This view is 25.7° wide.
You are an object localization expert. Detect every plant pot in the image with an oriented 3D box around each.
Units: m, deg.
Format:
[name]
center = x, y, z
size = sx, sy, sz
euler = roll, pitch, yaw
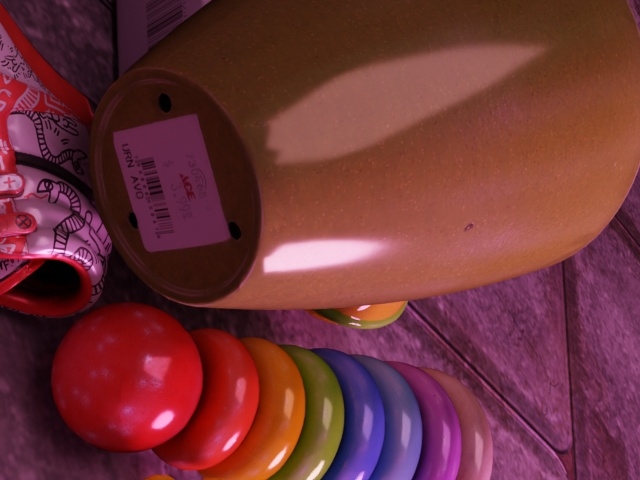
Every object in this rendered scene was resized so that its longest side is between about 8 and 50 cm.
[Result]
[plant pot]
center = 0.011, -0.066, 0.868
size = 0.293, 0.275, 0.275
euler = -24, 90, -46

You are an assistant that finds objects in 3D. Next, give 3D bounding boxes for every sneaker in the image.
[sneaker]
center = -0.210, -0.063, 0.779
size = 0.270, 0.090, 0.145
euler = 43, 33, -40

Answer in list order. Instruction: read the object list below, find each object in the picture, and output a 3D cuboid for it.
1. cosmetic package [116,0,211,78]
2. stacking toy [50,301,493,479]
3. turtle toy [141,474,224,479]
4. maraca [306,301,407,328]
[cosmetic package]
center = -0.047, -0.231, 1.179
size = 0.284, 0.097, 0.377
euler = 30, 45, -45
[stacking toy]
center = -0.032, 0.113, 0.914
size = 0.330, 0.141, 0.141
euler = 26, 47, -44
[turtle toy]
center = -0.080, 0.192, 0.829
size = 0.130, 0.066, 0.095
euler = 17, 54, -55
[maraca]
center = 0.000, 0.000, 1.084
size = 0.186, 0.099, 0.127
euler = 25, 48, -31
